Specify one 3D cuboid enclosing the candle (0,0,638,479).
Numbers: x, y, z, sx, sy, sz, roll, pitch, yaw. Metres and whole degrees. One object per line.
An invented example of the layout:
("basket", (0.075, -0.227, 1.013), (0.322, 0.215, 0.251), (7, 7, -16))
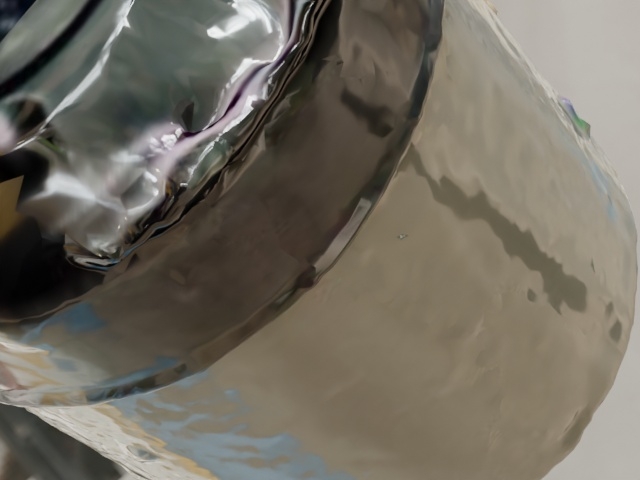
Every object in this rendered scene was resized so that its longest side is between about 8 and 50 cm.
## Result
("candle", (0.000, 0.000, 0.584), (0.187, 0.187, 0.330), (-41, -40, 7))
